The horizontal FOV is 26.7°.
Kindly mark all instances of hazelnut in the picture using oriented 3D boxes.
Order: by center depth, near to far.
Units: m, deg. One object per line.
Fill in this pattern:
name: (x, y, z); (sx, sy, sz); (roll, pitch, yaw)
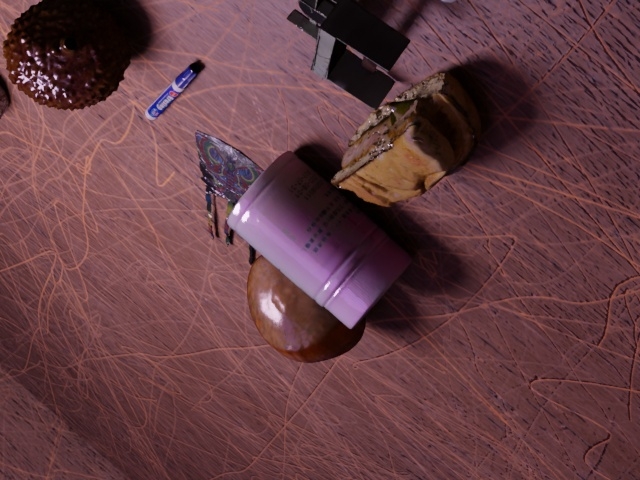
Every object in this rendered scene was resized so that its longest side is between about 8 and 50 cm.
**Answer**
hazelnut: (-0.020, 0.102, 2.188); (0.214, 0.176, 0.214); (52, -172, -11)

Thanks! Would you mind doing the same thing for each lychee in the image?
lychee: (-0.396, -0.294, 2.104); (0.200, 0.200, 0.238); (46, 171, -5)

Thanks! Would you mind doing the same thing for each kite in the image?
kite: (-0.152, -0.061, 2.281); (0.152, 0.015, 0.285); (31, 148, 20)

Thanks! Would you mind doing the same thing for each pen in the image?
pen: (-0.237, -0.237, 2.151); (0.025, 0.025, 0.204); (47, 150, -7)

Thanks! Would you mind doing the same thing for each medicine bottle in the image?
medicine bottle: (0.000, 0.000, 2.045); (0.254, 0.152, 0.152); (41, 150, 4)

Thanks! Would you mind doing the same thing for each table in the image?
table: (0.022, -0.261, 1.740); (0.175, 0.062, 0.146); (34, 165, 5)

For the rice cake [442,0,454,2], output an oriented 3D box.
rice cake: (0.110, -0.364, 1.543); (0.206, 0.069, 0.063); (47, 150, -10)

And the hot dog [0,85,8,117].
hot dog: (-0.681, -0.329, 2.509); (0.268, 0.075, 0.144); (55, 151, -14)

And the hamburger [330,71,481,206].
hamburger: (0.126, -0.130, 1.784); (0.131, 0.124, 0.262); (30, 157, -14)
